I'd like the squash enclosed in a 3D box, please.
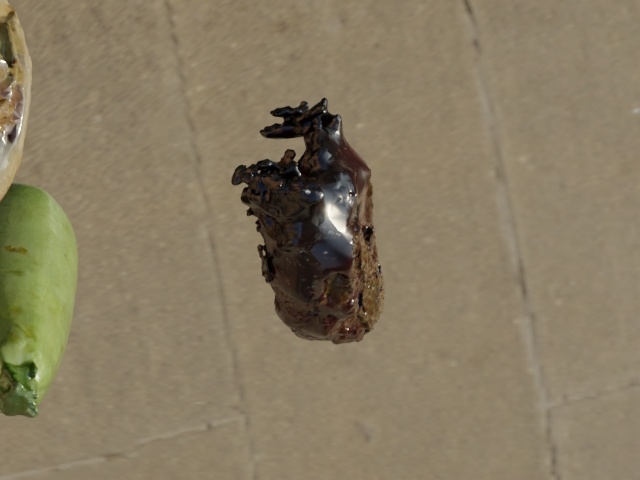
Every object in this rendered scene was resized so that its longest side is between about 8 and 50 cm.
[{"bbox_3d":[-0.255,0.053,1.423,0.118,0.370,0.118,-3,114,-6],"label":"squash"}]

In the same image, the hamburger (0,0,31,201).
[{"bbox_3d":[-0.331,-0.119,1.250,0.243,0.146,0.286,-39,69,-3],"label":"hamburger"}]

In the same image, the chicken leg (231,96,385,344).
[{"bbox_3d":[0.000,0.000,0.929,0.063,0.234,0.105,4,68,8],"label":"chicken leg"}]
